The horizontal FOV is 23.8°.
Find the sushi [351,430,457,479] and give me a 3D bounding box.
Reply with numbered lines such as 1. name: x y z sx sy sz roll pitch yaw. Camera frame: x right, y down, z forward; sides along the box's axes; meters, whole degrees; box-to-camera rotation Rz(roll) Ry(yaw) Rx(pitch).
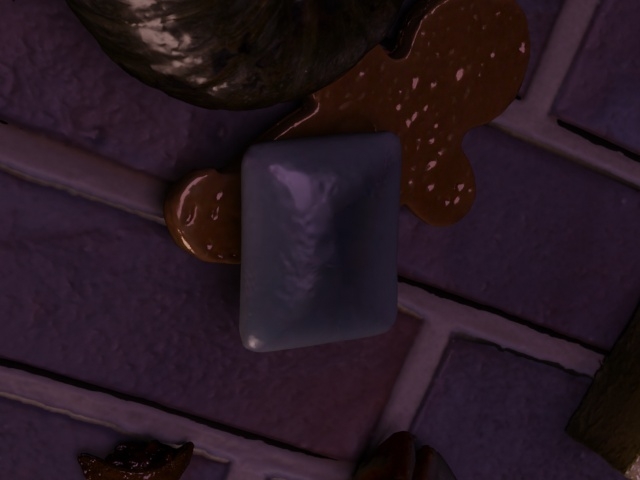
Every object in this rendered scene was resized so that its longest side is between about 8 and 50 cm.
1. sushi: 0.050 0.339 1.356 0.130 0.124 0.332 24 93 -19

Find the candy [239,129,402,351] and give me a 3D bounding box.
1. candy: 0.000 0.000 1.213 0.138 0.071 0.174 -7 111 -23

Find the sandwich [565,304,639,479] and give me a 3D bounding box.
1. sandwich: 0.322 0.129 1.385 0.058 0.162 0.193 27 93 -24

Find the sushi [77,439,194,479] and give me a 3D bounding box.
1. sushi: -0.150 0.190 1.274 0.099 0.050 0.047 -3 100 -32

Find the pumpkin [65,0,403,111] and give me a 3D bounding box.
1. pumpkin: -0.075 -0.220 1.109 0.325 0.242 0.232 -2 129 -35

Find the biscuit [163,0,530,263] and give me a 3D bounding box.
1. biscuit: 0.039 -0.082 1.270 0.339 0.047 0.216 -48 121 -3
